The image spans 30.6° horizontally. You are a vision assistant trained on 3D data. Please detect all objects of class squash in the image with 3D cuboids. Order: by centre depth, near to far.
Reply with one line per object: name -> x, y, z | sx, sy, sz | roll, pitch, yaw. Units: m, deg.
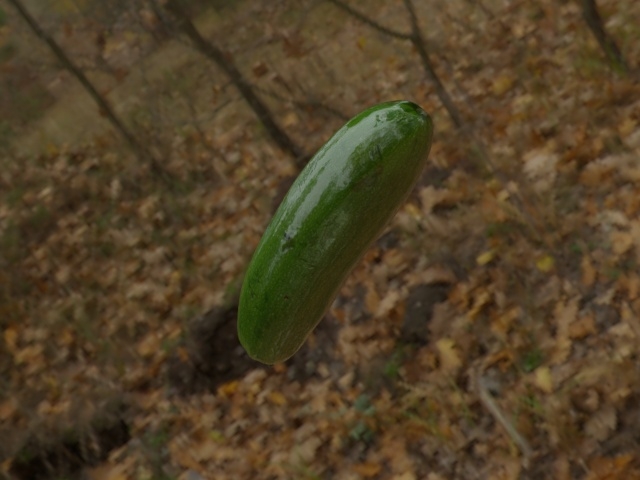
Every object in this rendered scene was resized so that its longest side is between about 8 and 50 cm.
squash -> -0.002, -0.001, 0.938 | 0.292, 0.082, 0.082 | -56, -1, 38
